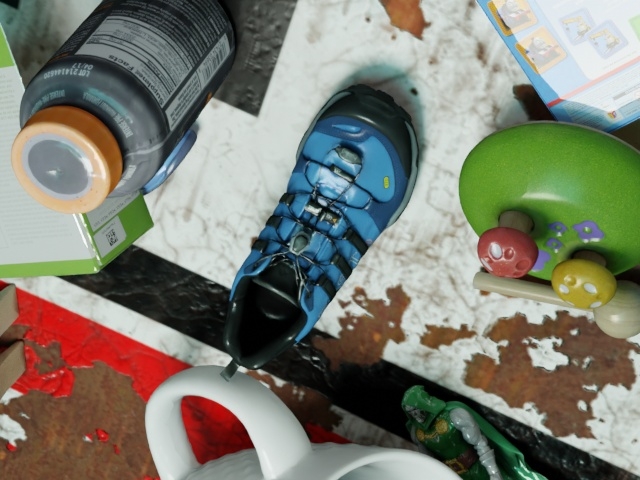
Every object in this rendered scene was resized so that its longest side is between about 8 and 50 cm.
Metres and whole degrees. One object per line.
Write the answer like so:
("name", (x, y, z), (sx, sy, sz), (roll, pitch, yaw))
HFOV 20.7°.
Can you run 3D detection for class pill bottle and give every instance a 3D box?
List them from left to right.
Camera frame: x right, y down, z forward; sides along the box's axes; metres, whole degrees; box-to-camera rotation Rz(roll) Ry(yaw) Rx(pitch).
("pill bottle", (-0.172, -0.122, 1.485), (0.130, 0.246, 0.130), (11, 126, 15))

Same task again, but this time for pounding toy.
("pounding toy", (0.198, 0.016, 1.488), (0.183, 0.110, 0.237), (9, 143, 15))

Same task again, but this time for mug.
("mug", (-0.052, 0.292, 1.709), (0.328, 0.276, 0.374), (-5, 112, 51))

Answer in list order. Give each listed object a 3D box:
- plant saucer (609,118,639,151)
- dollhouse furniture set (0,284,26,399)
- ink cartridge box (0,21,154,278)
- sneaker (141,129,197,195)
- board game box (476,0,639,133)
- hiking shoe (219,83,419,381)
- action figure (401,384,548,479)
("plant saucer", (0.261, -0.094, 1.483), (0.083, 0.015, 0.083), (11, 127, 15))
("dollhouse furniture set", (-0.460, 0.147, 1.855), (0.262, 0.135, 0.259), (11, 126, 14))
("ink cartridge box", (-0.288, -0.098, 1.602), (0.188, 0.097, 0.255), (-4, 115, 35))
("sneaker", (-0.177, -0.073, 1.645), (0.144, 0.053, 0.059), (-28, 108, 33))
("board game box", (0.216, -0.196, 1.405), (0.160, 0.039, 0.211), (-27, 106, 34))
("hiking shoe", (0.000, 0.000, 1.575), (0.113, 0.132, 0.304), (26, 129, 2))
("action figure", (0.156, 0.233, 1.728), (0.137, 0.063, 0.232), (-30, 105, 38))
